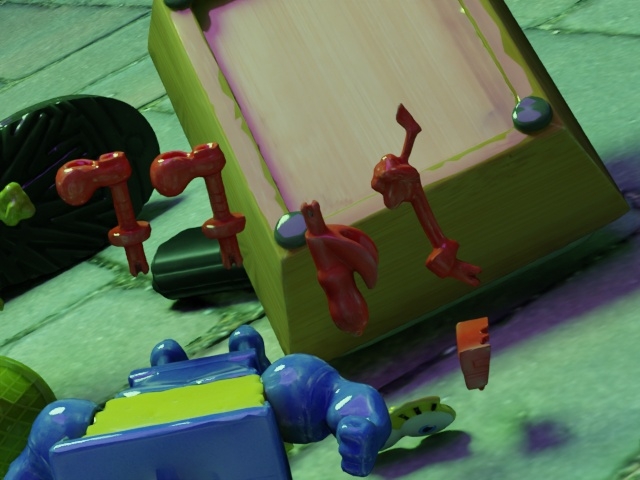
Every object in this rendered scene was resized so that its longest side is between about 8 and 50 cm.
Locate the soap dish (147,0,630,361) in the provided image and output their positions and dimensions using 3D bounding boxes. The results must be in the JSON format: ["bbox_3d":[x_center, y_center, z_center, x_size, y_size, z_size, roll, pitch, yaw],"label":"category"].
[{"bbox_3d":[0.029,-0.088,1.195,0.229,0.118,0.291,-25,55,-1],"label":"soap dish"}]

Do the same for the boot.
[{"bbox_3d":[-0.327,-0.030,1.637,0.348,0.131,0.260,-29,20,-16],"label":"boot"}]

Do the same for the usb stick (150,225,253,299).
[{"bbox_3d":[0.000,0.000,1.310,0.278,0.045,0.077,-10,16,35],"label":"usb stick"}]

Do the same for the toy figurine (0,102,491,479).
[{"bbox_3d":[-0.097,0.076,0.909,0.362,0.191,0.217,-9,18,5],"label":"toy figurine"}]
